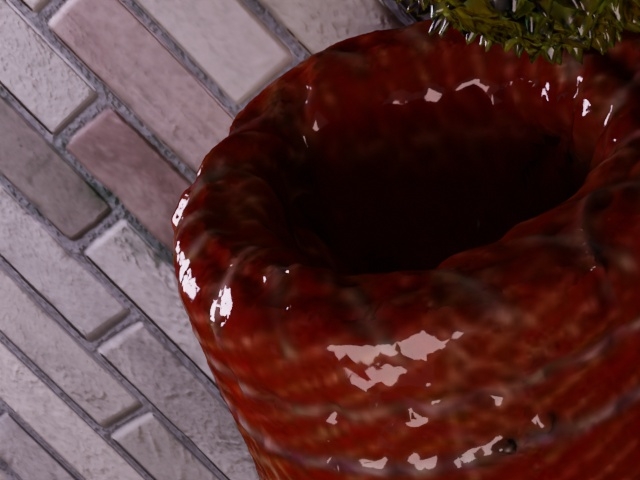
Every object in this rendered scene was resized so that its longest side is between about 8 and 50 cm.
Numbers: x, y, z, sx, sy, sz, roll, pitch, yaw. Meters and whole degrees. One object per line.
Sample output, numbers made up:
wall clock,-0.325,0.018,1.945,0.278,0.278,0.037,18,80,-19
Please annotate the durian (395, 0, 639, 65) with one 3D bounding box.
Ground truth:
durian,0.093,-0.210,0.977,0.291,0.224,0.291,19,142,16

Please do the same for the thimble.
thimble,0.088,0.033,1.148,0.350,0.350,0.230,6,133,35
